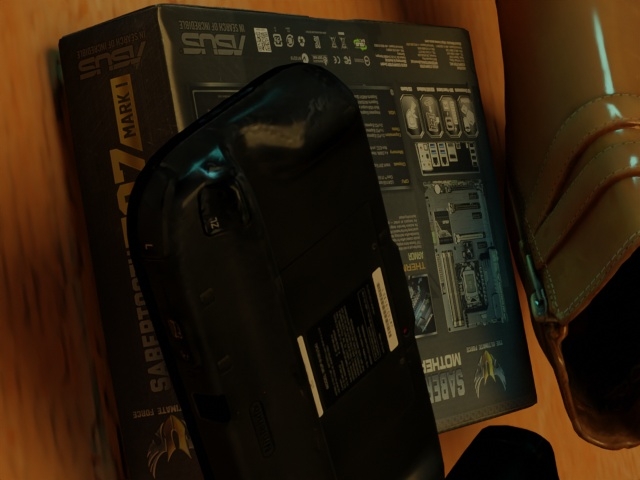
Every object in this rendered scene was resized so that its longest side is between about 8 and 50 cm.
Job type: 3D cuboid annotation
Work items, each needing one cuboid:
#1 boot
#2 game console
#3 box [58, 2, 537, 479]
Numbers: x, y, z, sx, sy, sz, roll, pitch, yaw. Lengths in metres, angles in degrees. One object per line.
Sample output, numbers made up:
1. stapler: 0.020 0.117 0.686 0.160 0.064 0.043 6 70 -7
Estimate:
1. boot: 0.122 -0.067 0.781 0.220 0.109 0.283 -88 180 -54
2. game console: 0.019 0.099 0.652 0.213 0.044 0.361 -47 134 -42
3. box: 0.000 0.000 0.730 0.232 0.059 0.183 -7 85 -54
